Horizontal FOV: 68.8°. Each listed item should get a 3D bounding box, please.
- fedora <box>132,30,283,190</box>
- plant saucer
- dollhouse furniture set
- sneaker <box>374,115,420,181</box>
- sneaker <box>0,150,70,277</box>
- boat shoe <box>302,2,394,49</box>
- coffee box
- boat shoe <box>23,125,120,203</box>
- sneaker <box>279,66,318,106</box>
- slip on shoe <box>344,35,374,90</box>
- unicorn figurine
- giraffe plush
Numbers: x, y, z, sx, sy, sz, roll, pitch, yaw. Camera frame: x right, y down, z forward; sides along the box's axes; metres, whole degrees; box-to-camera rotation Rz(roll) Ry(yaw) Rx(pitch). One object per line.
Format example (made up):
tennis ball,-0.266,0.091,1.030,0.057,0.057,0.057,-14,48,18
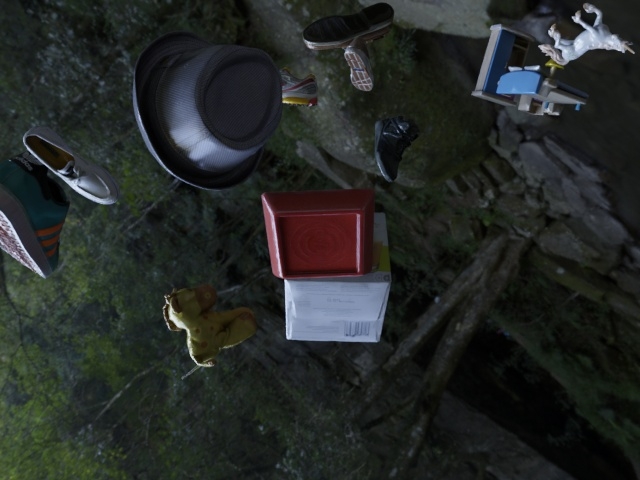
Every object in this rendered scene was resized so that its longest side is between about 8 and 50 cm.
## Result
fedora,-0.140,-0.210,0.702,0.244,0.124,0.276,58,-138,-24
plant saucer,0.000,0.000,1.116,0.258,0.259,0.048,-2,-141,1
dollhouse furniture set,0.626,-0.468,1.282,0.286,0.198,0.303,8,-166,-23
sneaker,0.238,-0.294,1.442,0.087,0.130,0.228,37,-131,-45
sneaker,-0.476,-0.035,0.789,0.108,0.302,0.121,35,-122,-2
boat shoe,0.093,-0.664,1.515,0.104,0.306,0.111,89,164,-70
coffee box,0.055,0.123,1.653,0.336,0.339,0.335,2,-134,1
boat shoe,-0.242,-0.070,0.457,0.100,0.035,0.035,47,-175,-25
sneaker,-0.116,-0.410,1.234,0.225,0.093,0.088,5,-166,-5
slip on shoe,0.083,-0.356,0.950,0.051,0.041,0.135,16,169,24
unicorn figurine,0.516,-0.391,0.902,0.111,0.060,0.162,45,167,-12
giraffe plush,-0.267,0.173,1.045,0.210,0.181,0.171,-38,-78,-40
